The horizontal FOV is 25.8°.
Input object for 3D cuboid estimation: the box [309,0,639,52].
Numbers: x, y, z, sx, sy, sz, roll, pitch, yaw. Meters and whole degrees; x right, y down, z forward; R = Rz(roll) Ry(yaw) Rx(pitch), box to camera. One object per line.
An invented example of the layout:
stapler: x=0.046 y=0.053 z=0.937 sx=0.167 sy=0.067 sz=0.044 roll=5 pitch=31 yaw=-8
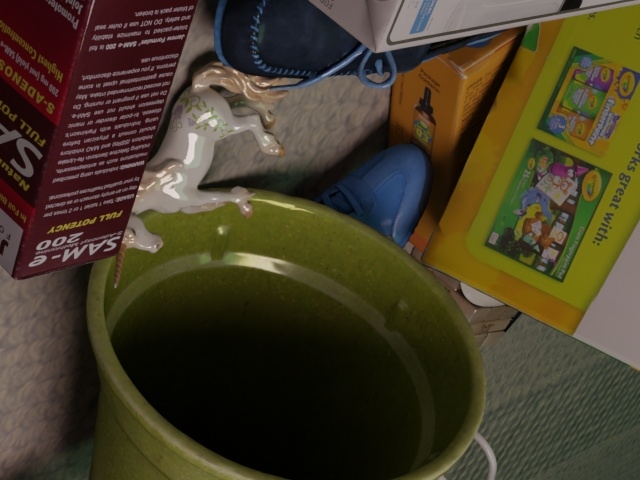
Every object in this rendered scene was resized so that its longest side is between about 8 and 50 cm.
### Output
box: x=0.090 y=-0.209 z=0.848 sx=0.290 sy=0.169 sz=0.087 roll=-19 pitch=141 yaw=-44

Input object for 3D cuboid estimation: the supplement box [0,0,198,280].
supplement box: x=-0.134 y=-0.114 z=0.691 sx=0.073 sy=0.130 sz=0.239 roll=-17 pitch=139 yaw=-45

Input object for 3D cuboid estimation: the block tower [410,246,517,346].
block tower: x=0.194 y=-0.057 z=1.269 sx=0.091 sy=0.097 sz=0.335 roll=-3 pitch=128 yaw=-53

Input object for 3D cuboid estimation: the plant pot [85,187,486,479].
plant pot: x=-0.058 y=0.147 z=0.993 sx=0.276 sy=0.276 sz=0.254 roll=-20 pitch=146 yaw=-42

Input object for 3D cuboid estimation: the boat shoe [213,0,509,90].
boat shoe: x=0.043 y=-0.160 z=0.915 sx=0.258 sy=0.089 sz=0.109 roll=-27 pitch=132 yaw=-42

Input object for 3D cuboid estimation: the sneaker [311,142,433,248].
sneaker: x=0.000 y=0.000 z=1.082 sx=0.209 sy=0.069 sz=0.082 roll=-46 pitch=139 yaw=11

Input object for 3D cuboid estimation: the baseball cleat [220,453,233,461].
baseball cleat: x=-0.065 y=0.155 z=1.198 sx=0.206 sy=0.072 sz=0.109 roll=-39 pitch=163 yaw=-3

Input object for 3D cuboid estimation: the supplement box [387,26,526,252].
supplement box: x=0.104 y=-0.087 z=1.120 sx=0.080 sy=0.078 sz=0.233 roll=-35 pitch=150 yaw=-23

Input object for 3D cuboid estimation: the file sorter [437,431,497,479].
file sorter: x=0.006 y=0.257 z=1.303 sx=0.277 sy=0.193 sz=0.173 roll=-29 pitch=144 yaw=-32

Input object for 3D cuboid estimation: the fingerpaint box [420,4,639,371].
fingerpaint box: x=0.342 y=-0.105 z=1.017 sx=0.445 sy=0.371 sz=0.163 roll=-67 pitch=160 yaw=9

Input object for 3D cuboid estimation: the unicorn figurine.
unicorn figurine: x=-0.086 y=-0.046 z=0.922 sx=0.111 sy=0.060 sz=0.162 roll=12 pitch=95 yaw=-42

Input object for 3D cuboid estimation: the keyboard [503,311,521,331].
keyboard: x=0.264 y=0.028 z=1.537 sx=0.192 sy=0.038 sz=0.100 roll=-49 pitch=153 yaw=4

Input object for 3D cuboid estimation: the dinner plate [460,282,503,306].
dinner plate: x=0.184 y=0.007 z=1.224 sx=0.141 sy=0.017 sz=0.141 roll=-22 pitch=137 yaw=-22
